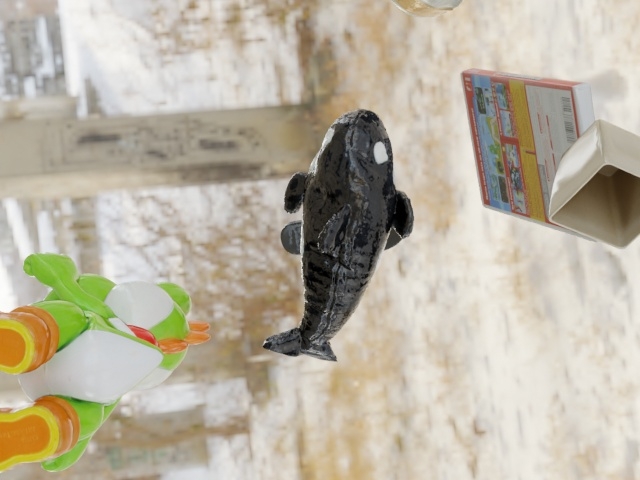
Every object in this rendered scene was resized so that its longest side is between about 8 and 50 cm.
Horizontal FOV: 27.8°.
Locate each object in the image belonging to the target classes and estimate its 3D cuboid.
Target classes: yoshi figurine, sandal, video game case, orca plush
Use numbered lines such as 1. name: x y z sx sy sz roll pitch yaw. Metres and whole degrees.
1. yoshi figurine: -0.266 0.116 1.355 0.203 0.203 0.362 -53 -10 18
2. sandal: 0.033 -0.005 1.753 0.040 0.179 0.067 -76 -24 -65
3. video game case: 0.280 -0.119 1.717 0.285 0.025 0.204 25 129 64
4. orca plush: 0.000 0.000 1.400 0.287 0.151 0.102 -62 -16 17

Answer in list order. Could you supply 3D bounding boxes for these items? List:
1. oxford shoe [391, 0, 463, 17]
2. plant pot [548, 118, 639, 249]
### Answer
1. oxford shoe: 0.105 -0.451 1.570 0.130 0.169 0.449 -49 40 48
2. plant pot: 0.329 -0.072 1.474 0.109 0.109 0.096 -51 28 41
